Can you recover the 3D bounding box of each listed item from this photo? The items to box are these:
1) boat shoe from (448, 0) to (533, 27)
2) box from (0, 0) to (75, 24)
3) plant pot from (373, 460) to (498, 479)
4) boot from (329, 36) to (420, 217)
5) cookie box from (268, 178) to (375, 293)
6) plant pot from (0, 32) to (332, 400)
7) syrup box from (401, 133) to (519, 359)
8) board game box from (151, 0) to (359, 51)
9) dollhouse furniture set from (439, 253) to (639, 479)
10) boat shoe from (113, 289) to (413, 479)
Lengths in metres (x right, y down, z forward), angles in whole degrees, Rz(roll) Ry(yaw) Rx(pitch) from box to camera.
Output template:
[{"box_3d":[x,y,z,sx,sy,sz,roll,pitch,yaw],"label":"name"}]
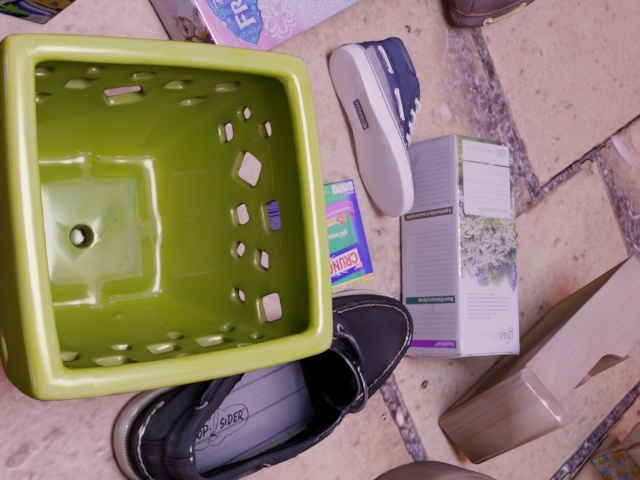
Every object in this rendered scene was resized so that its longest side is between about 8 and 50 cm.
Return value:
[{"box_3d":[0.265,-0.362,1.044,0.117,0.096,0.324,37,52,17],"label":"boat shoe"},{"box_3d":[-0.201,-0.217,0.629,0.054,0.169,0.059,9,81,-37],"label":"box"},{"box_3d":[0.187,0.392,0.801,0.323,0.280,0.323,4,83,-38],"label":"plant pot"},{"box_3d":[0.080,-0.125,0.896,0.086,0.069,0.189,-21,97,-34],"label":"boot"},{"box_3d":[0.000,0.000,0.842,0.092,0.040,0.107,-17,97,-38],"label":"cookie box"},{"box_3d":[-0.146,-0.014,0.629,0.228,0.207,0.227,-4,89,-38],"label":"plant pot"},{"box_3d":[0.151,0.010,0.922,0.093,0.096,0.236,3,84,-36],"label":"syrup box"},{"box_3d":[-0.064,-0.358,0.810,0.318,0.066,0.318,-38,107,-33],"label":"board game box"},{"box_3d":[0.373,0.254,0.922,0.256,0.362,0.394,-35,81,-33],"label":"dollhouse furniture set"},{"box_3d":[-0.016,0.131,0.773,0.340,0.113,0.127,-15,95,-37],"label":"boat shoe"}]
